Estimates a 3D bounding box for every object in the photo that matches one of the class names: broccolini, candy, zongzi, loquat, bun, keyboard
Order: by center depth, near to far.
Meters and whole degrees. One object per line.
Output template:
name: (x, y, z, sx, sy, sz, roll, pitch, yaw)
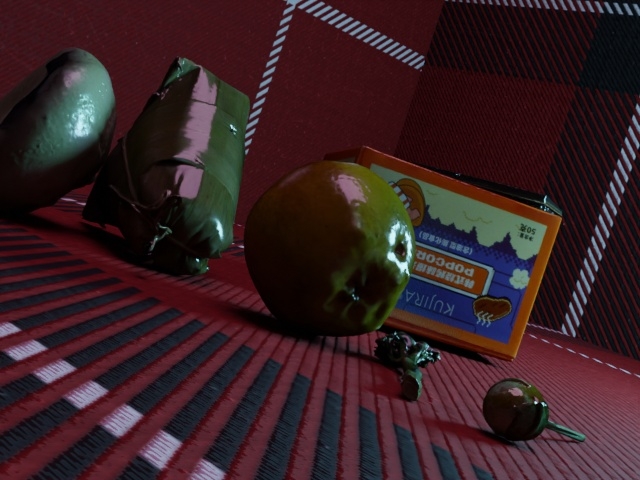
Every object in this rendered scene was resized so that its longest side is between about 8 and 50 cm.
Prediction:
candy: (0.219, 0.177, 0.955, 0.061, 0.061, 0.202, 20, -6, 40)
broccolini: (0.096, 0.126, 1.065, 0.071, 0.057, 0.254, -24, -3, 1)
loquat: (0.000, 0.000, 1.200, 0.213, 0.213, 0.246, 17, 23, -36)
zongzi: (-0.263, -0.015, 1.459, 0.181, 0.418, 0.447, 35, 34, -26)
bun: (-0.400, -0.141, 1.461, 0.179, 0.283, 0.283, 46, -11, -24)
keyboard: (0.255, -0.091, 1.700, 0.317, 0.027, 0.106, 18, -4, 35)

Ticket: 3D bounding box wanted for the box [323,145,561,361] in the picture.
box: (0.152, 0.021, 1.651, 0.349, 0.256, 0.318, 19, 1, -12)
